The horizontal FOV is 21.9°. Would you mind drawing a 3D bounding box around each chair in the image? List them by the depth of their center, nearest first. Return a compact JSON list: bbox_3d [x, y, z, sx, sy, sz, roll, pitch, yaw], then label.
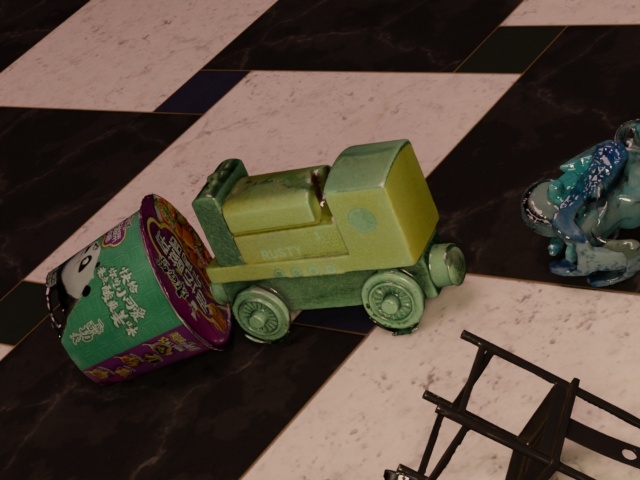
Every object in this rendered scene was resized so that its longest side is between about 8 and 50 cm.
[{"bbox_3d":[0.241,0.233,1.859,0.260,0.141,0.154,27,42,-1],"label":"chair"}]

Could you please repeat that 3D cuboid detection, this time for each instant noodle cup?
[{"bbox_3d":[-0.269,0.085,2.393,0.190,0.251,0.251,-27,28,15],"label":"instant noodle cup"}]

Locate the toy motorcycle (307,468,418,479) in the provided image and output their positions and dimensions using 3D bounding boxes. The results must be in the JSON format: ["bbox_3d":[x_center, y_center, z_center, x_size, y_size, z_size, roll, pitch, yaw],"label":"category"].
[{"bbox_3d":[0.089,0.314,1.815,0.298,0.171,0.089,8,68,39],"label":"toy motorcycle"}]

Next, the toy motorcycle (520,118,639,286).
[{"bbox_3d":[0.405,-0.053,2.194,0.260,0.154,0.206,-32,53,-18],"label":"toy motorcycle"}]

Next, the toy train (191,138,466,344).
[{"bbox_3d":[0.000,0.000,2.295,0.397,0.253,0.160,-6,33,29],"label":"toy train"}]
